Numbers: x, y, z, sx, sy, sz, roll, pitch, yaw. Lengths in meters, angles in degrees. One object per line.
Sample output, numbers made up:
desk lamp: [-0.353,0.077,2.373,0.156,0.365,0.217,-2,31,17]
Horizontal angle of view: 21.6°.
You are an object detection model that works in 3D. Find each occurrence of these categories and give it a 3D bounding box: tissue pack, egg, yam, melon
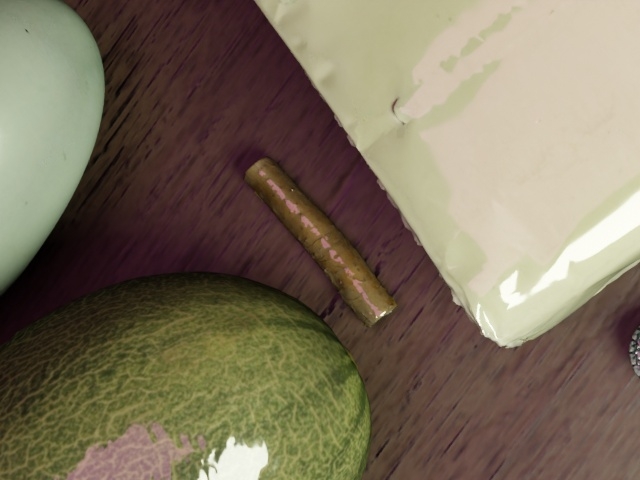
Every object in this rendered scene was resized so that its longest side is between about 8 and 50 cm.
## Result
tissue pack: [0.190,-0.152,1.077,0.380,0.207,0.297,-38,78,9]
egg: [-0.310,-0.036,1.184,0.371,0.230,0.230,-40,79,3]
yam: [0.000,0.000,1.208,0.032,0.032,0.145,-42,80,8]
melon: [-0.111,0.146,1.122,0.302,0.237,0.237,-26,81,6]

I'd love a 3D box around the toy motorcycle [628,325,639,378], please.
toy motorcycle: [0.302,0.099,1.114,0.190,0.074,0.106,39,88,13]
